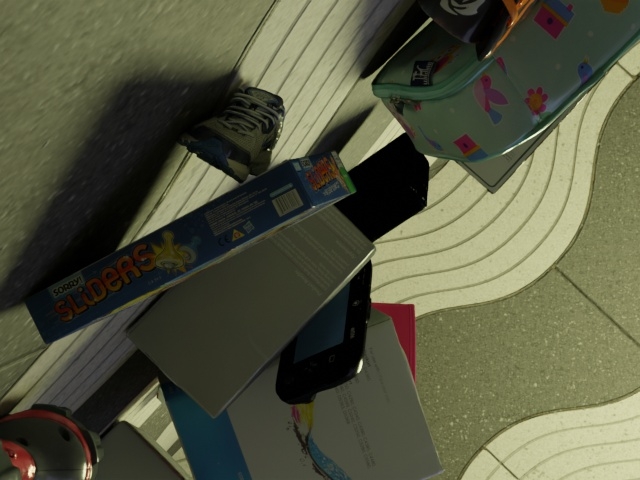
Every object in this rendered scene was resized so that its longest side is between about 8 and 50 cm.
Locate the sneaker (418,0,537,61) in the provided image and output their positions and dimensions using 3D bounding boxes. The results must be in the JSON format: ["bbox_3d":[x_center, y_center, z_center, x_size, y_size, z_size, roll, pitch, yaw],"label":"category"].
[{"bbox_3d":[0.159,-0.225,0.886,0.180,0.124,0.321,-47,175,-6],"label":"sneaker"}]

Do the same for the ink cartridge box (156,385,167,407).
[{"bbox_3d":[-0.184,0.205,1.849,0.135,0.056,0.099,-44,175,-19],"label":"ink cartridge box"}]

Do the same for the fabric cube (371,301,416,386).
[{"bbox_3d":[-0.022,0.230,1.685,0.259,0.258,0.254,122,-30,-70],"label":"fabric cube"}]

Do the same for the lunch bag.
[{"bbox_3d":[0.180,-0.195,1.137,0.279,0.108,0.224,-43,-159,-8],"label":"lunch bag"}]

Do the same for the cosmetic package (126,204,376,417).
[{"bbox_3d":[-0.066,0.052,1.214,0.238,0.127,0.107,-45,176,1],"label":"cosmetic package"}]

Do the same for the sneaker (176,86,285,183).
[{"bbox_3d":[-0.053,-0.076,0.792,0.058,0.052,0.135,-59,178,10],"label":"sneaker"}]

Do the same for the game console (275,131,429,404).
[{"bbox_3d":[0.025,0.033,1.331,0.213,0.044,0.361,-35,-154,28],"label":"game console"}]

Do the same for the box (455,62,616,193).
[{"bbox_3d":[0.249,-0.216,1.497,0.290,0.169,0.087,-52,175,39],"label":"box"}]

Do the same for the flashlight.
[{"bbox_3d":[-0.235,0.173,0.894,0.103,0.103,0.304,-45,176,-6],"label":"flashlight"}]

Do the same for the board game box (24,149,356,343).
[{"bbox_3d":[-0.082,0.002,0.812,0.201,0.035,0.136,-27,180,14],"label":"board game box"}]

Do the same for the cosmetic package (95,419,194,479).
[{"bbox_3d":[-0.315,0.422,1.877,0.230,0.161,0.453,-44,175,-12],"label":"cosmetic package"}]

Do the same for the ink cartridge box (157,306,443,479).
[{"bbox_3d":[-0.029,0.211,1.421,0.270,0.197,0.198,-20,-173,-8],"label":"ink cartridge box"}]
